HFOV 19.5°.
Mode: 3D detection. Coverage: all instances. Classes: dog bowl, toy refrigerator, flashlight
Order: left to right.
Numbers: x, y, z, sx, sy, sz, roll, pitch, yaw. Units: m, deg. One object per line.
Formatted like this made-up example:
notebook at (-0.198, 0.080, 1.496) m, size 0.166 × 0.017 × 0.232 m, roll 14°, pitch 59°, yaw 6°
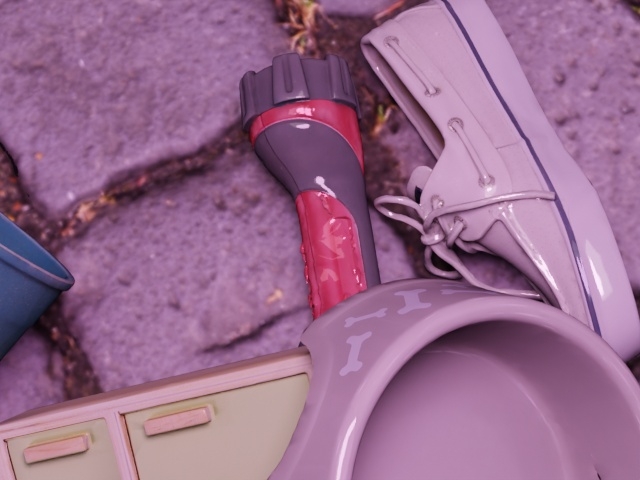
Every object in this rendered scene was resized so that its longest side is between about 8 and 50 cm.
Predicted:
toy refrigerator at (-0.107, 0.156, 1.408) m, size 0.269 × 0.094 × 0.102 m, roll -13°, pitch 92°, yaw 15°
flashlight at (0.000, 0.000, 1.511) m, size 0.103 × 0.103 × 0.304 m, roll -9°, pitch 67°, yaw 4°
dog bowl at (0.110, 0.196, 1.333) m, size 0.349 × 0.102 × 0.349 m, roll 5°, pitch 81°, yaw -31°

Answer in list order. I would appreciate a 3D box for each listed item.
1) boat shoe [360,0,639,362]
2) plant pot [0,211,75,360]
boat shoe at (0.122, -0.039, 1.503) m, size 0.156 × 0.136 × 0.367 m, roll -22°, pitch 65°, yaw -6°
plant pot at (-0.374, 0.054, 1.442) m, size 0.272 × 0.271 × 0.255 m, roll 36°, pitch 89°, yaw 16°
